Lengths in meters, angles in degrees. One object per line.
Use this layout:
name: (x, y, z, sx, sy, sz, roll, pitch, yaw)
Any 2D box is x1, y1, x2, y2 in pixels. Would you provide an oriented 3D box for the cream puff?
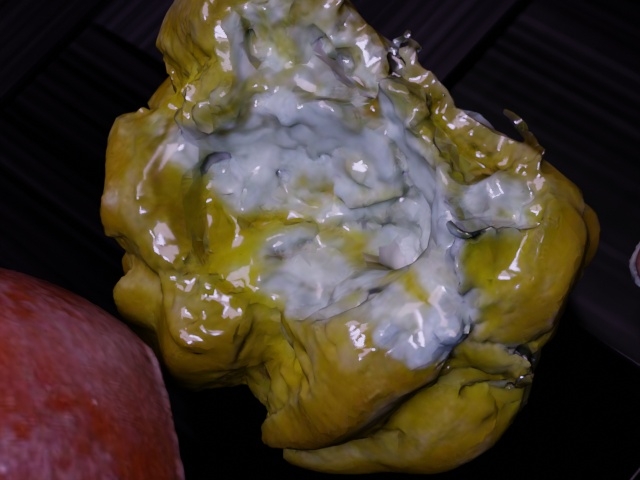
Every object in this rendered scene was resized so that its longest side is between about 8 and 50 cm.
cream puff: (0.002, 0.001, 0.676, 0.194, 0.195, 0.221, -41, 69, -10)

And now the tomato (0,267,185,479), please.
tomato: (-0.215, 0.135, 0.563, 0.338, 0.144, 0.338, -10, 59, 17)

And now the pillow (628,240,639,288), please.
pillow: (0.238, -0.031, 0.671, 0.171, 0.075, 0.179, 17, 66, 25)
